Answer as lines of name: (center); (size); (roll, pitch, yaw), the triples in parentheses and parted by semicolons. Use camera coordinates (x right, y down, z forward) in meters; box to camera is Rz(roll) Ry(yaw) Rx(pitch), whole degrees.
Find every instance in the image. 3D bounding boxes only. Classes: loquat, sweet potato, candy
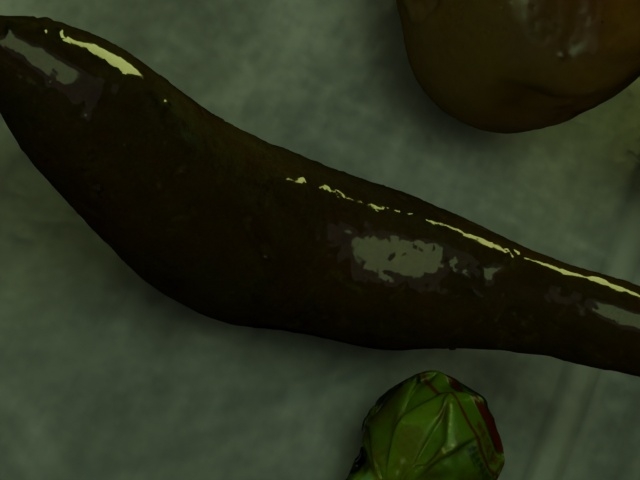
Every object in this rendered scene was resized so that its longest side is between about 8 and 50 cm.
loquat: (0.098, -0.115, 0.838); (0.137, 0.113, 0.137); (10, 59, -17)
sweet potato: (0.001, 0.002, 0.746); (0.346, 0.108, 0.079); (21, 74, -17)
candy: (-0.006, 0.118, 0.736); (0.194, 0.058, 0.062); (-31, 77, -23)
